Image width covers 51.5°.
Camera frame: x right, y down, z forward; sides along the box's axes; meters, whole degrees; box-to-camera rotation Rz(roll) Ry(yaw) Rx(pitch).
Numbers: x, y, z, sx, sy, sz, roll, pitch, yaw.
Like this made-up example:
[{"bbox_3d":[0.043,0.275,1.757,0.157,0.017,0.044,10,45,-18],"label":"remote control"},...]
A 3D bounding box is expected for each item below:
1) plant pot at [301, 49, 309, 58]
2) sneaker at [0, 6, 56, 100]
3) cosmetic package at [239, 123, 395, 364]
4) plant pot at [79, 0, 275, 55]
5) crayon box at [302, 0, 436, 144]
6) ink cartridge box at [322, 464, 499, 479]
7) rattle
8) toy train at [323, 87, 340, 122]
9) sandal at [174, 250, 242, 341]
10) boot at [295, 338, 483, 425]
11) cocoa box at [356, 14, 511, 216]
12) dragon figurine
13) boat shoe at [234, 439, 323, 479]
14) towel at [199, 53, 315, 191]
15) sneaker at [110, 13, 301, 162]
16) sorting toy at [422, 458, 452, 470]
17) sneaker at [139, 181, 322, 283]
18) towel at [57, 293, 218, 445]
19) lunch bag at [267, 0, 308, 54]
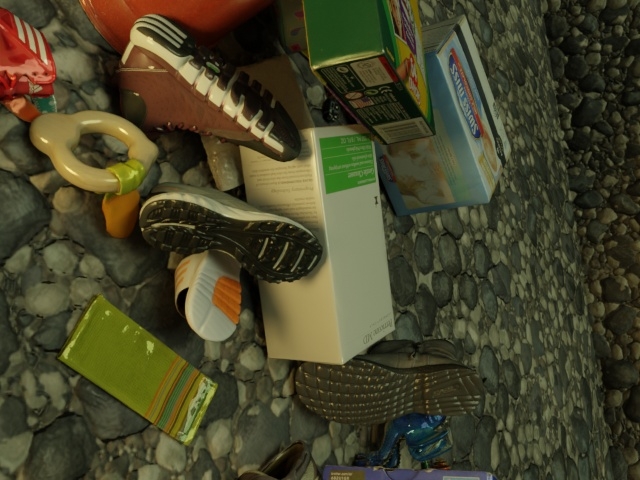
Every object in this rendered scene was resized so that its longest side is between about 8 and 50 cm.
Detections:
[{"bbox_3d":[0.005,-0.414,1.329,0.081,0.081,0.083,31,46,-44],"label":"plant pot"},{"bbox_3d":[-0.370,-0.173,0.743,0.128,0.087,0.221,20,64,-25],"label":"sneaker"},{"bbox_3d":[0.000,0.000,1.104,0.197,0.155,0.366,-21,105,-55],"label":"cosmetic package"},{"bbox_3d":[-0.168,-0.412,0.948,0.272,0.265,0.273,18,66,-48],"label":"plant pot"},{"bbox_3d":[0.075,-0.343,0.980,0.363,0.106,0.313,20,63,-70],"label":"crayon box"},{"bbox_3d":[0.167,0.460,1.071,0.395,0.269,0.151,50,40,-53],"label":"ink cartridge box"},{"bbox_3d":[-0.321,-0.109,0.866,0.199,0.143,0.130,23,64,-6],"label":"rattle"},{"bbox_3d":[0.026,-0.317,1.372,0.036,0.027,0.159,24,62,-35],"label":"toy train"},{"bbox_3d":[-0.168,0.057,0.987,0.102,0.076,0.265,58,20,-30],"label":"sandal"},{"bbox_3d":[0.112,0.247,1.231,0.223,0.337,0.118,-128,-134,-79],"label":"boot"},{"bbox_3d":[0.238,-0.263,1.443,0.347,0.231,0.228,63,38,-26],"label":"cocoa box"},{"bbox_3d":[0.201,0.365,1.267,0.085,0.289,0.144,72,1,-48],"label":"dragon figurine"},{"bbox_3d":[-0.093,0.381,0.969,0.285,0.102,0.093,-15,87,-57],"label":"boat shoe"},{"bbox_3d":[-0.115,-0.210,1.143,0.282,0.049,0.187,-34,106,-50],"label":"towel"},{"bbox_3d":[-0.173,-0.177,0.952,0.281,0.162,0.106,38,31,-14],"label":"sneaker"},{"bbox_3d":[0.247,0.486,1.407,0.102,0.061,0.042,27,56,-72],"label":"sorting toy"},{"bbox_3d":[-0.118,-0.021,0.940,0.271,0.100,0.108,20,24,-23],"label":"sneaker"},{"bbox_3d":[-0.237,0.179,0.898,0.237,0.021,0.102,48,46,-33],"label":"towel"},{"bbox_3d":[-0.057,-0.482,1.153,0.224,0.107,0.279,75,0,-79],"label":"lunch bag"}]
